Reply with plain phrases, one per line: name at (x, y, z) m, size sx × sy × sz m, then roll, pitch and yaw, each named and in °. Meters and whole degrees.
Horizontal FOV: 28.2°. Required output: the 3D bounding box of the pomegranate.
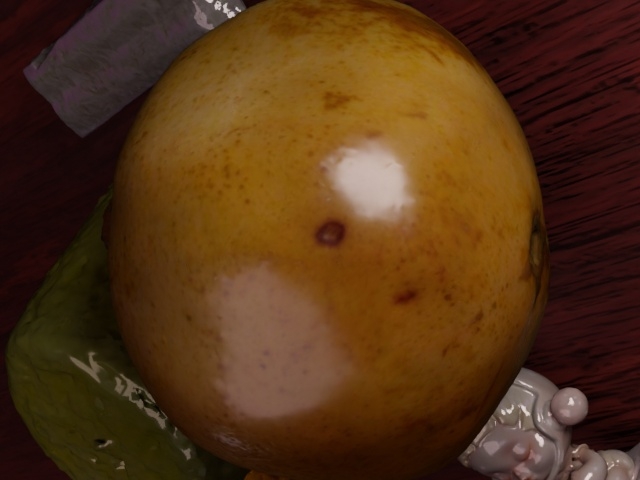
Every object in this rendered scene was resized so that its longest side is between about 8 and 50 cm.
pomegranate at (0.000, 0.000, 1.078) m, size 0.417 × 0.416 × 0.416 m, roll 19°, pitch 139°, yaw 17°

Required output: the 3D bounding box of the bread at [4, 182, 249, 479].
bread at (-0.150, 0.122, 1.359) m, size 0.348 × 0.307 × 0.348 m, roll 21°, pitch 143°, yaw 16°

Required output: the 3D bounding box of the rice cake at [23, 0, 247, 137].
rice cake at (-0.191, -0.195, 1.260) m, size 0.106 × 0.050 × 0.298 m, roll 48°, pitch 140°, yaw -16°

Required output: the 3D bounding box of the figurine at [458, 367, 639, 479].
figurine at (0.241, 0.209, 1.329) m, size 0.257 × 0.144 × 0.182 m, roll 29°, pitch 162°, yaw 2°

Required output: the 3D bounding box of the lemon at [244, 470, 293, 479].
lemon at (-0.101, 0.282, 1.628) m, size 0.142 × 0.142 × 0.187 m, roll -6°, pitch 132°, yaw 38°
